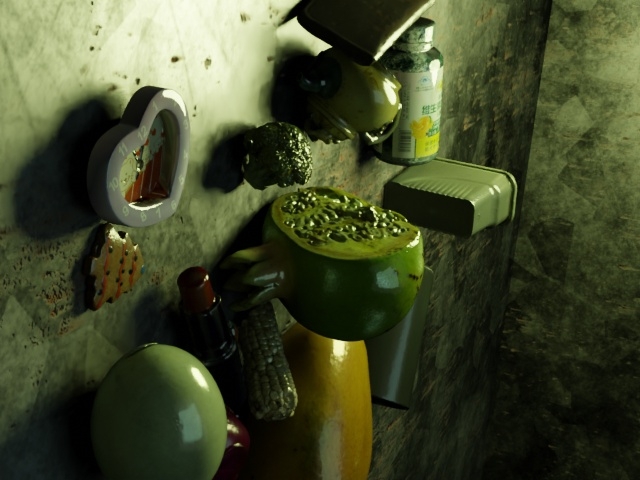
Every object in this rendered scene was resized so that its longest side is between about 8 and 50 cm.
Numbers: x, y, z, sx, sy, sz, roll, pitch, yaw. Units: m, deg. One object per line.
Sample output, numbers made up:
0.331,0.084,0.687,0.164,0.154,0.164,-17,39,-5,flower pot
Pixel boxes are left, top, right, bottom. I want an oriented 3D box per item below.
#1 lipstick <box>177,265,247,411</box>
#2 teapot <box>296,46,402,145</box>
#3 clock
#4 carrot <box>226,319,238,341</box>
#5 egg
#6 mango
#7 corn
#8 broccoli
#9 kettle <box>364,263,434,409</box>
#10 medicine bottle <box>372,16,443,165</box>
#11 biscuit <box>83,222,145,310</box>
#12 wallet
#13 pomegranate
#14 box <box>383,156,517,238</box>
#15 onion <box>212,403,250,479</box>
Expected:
-0.174,0.159,1.585,0.081,0.081,0.299,-58,151,-38,lipstick
0.049,-0.243,1.810,0.182,0.173,0.269,-48,141,4,teapot
-0.239,-0.099,1.323,0.198,0.064,0.172,-61,152,-33,clock
-0.155,0.186,1.707,0.035,0.035,0.142,-52,153,-46,carrot
-0.222,0.260,1.389,0.186,0.187,0.253,-41,135,-54,egg
-0.016,0.342,1.865,0.300,0.232,0.445,45,54,-60,mango
-0.098,0.208,1.723,0.087,0.087,0.210,44,26,-64,corn
-0.072,-0.135,1.639,0.120,0.130,0.131,-42,-159,20,broccoli
0.095,0.181,2.137,0.203,0.262,0.307,151,-46,-73,kettle
0.181,-0.311,2.083,0.141,0.141,0.293,-42,138,-54,medicine bottle
-0.276,0.036,1.365,0.130,0.019,0.119,1,101,-67,biscuit
0.086,-0.415,1.798,0.309,0.165,0.042,-52,172,-46,wallet
0.001,0.062,1.722,0.359,0.310,0.216,-18,127,-26,pomegranate
0.292,-0.092,2.301,0.178,0.274,0.138,-34,130,-50,box
-0.192,0.343,1.572,0.173,0.135,0.198,45,64,-57,onion
